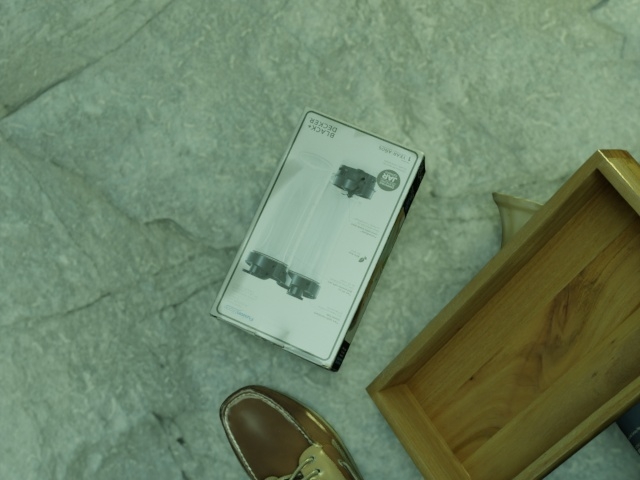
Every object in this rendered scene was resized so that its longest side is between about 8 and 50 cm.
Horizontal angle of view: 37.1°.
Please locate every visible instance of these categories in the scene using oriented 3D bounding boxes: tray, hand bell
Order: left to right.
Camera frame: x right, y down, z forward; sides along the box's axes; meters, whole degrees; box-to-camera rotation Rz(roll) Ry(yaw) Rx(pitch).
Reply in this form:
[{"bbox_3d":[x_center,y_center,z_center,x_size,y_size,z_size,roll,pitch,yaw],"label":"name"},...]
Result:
[{"bbox_3d":[0.237,0.073,1.158,0.126,0.126,0.242,16,93,10],"label":"hand bell"},{"bbox_3d":[0.237,0.119,1.021,0.411,0.076,0.203,-51,61,32],"label":"tray"}]

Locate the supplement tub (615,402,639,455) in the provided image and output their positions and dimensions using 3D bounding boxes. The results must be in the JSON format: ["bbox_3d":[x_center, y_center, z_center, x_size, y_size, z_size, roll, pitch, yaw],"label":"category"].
[{"bbox_3d":[0.394,0.134,1.058,0.191,0.191,0.272,-33,67,0],"label":"supplement tub"}]

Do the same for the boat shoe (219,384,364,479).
[{"bbox_3d":[-0.002,0.299,1.124,0.123,0.116,0.324,-44,78,-2],"label":"boat shoe"}]

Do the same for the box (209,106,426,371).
[{"bbox_3d":[0.000,0.000,1.195,0.169,0.087,0.290,22,82,10],"label":"box"}]
